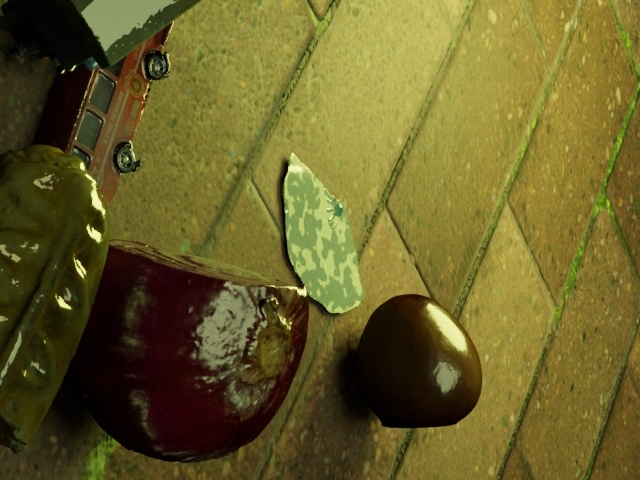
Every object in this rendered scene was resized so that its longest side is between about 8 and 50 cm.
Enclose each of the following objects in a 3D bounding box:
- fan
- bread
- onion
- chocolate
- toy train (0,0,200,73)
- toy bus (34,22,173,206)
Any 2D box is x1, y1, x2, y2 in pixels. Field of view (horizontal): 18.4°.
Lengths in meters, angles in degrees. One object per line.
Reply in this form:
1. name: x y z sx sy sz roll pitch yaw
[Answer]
1. fan: 0.000 0.000 2.338 0.131 0.009 0.240 -62 139 -38
2. bread: -0.272 0.040 1.756 0.152 0.130 0.267 47 53 -39
3. onion: -0.147 0.112 1.899 0.206 0.216 0.207 2 96 -56
4. chocolate: 0.122 0.146 2.400 0.177 0.177 0.176 1 88 -59
5. toy train: -0.161 -0.265 1.811 0.300 0.202 0.131 -40 103 -24
6. toy bus: -0.214 -0.137 1.923 0.096 0.073 0.235 38 58 -45
